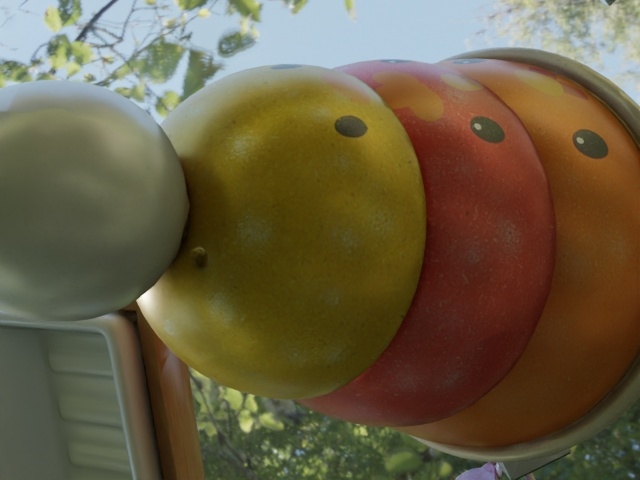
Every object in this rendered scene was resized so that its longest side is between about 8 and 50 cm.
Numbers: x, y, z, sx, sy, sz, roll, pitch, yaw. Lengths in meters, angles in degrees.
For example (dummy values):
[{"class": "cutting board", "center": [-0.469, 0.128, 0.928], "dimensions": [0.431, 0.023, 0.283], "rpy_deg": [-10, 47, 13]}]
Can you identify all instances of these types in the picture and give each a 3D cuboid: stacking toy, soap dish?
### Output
[{"class": "stacking toy", "center": [0.000, 0.000, 0.461], "dimensions": [0.480, 0.351, 0.350], "rpy_deg": [4, -85, -48]}, {"class": "soap dish", "center": [-0.238, 0.180, 0.733], "dimensions": [0.118, 0.229, 0.290], "rpy_deg": [-34, -59, -63]}]

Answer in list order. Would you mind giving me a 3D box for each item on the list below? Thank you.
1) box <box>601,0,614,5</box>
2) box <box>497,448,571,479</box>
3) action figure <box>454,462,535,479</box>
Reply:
[{"class": "box", "center": [0.378, -0.436, 0.975], "dimensions": [0.130, 0.170, 0.091], "rpy_deg": [-48, -34, 21]}, {"class": "box", "center": [0.226, 0.191, 0.996], "dimensions": [0.087, 0.290, 0.169], "rpy_deg": [-26, -83, -2]}, {"class": "action figure", "center": [0.244, 0.542, 1.207], "dimensions": [0.276, 0.248, 0.370], "rpy_deg": [-39, -22, 20]}]
